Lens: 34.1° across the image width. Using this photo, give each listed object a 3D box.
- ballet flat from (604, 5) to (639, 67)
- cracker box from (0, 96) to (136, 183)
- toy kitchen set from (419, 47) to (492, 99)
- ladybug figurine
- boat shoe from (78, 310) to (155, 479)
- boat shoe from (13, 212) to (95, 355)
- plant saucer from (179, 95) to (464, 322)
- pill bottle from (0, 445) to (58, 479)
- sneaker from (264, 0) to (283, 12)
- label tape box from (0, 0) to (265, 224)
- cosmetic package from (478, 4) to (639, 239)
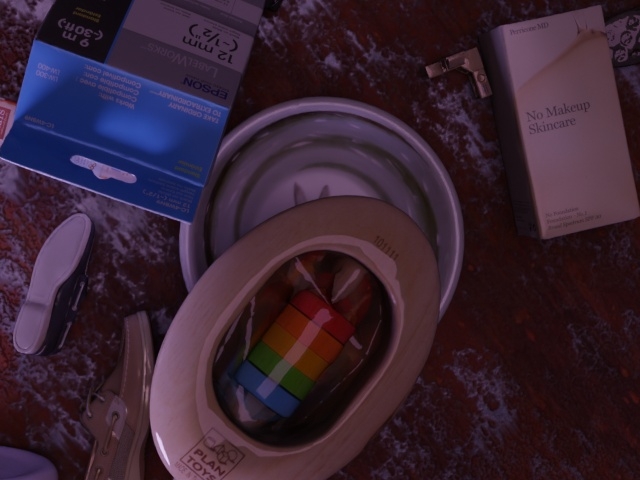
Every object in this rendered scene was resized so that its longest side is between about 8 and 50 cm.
[{"bbox_3d":[0.511,-0.333,1.579,0.249,0.058,0.084,-29,103,-2],"label":"ballet flat"},{"bbox_3d":[-0.317,-0.124,1.383,0.232,0.155,0.067,16,92,-11],"label":"cracker box"},{"bbox_3d":[0.201,-0.234,1.516,0.083,0.068,0.075,-22,97,-8],"label":"toy kitchen set"},{"bbox_3d":[-0.040,0.138,1.346,0.305,0.162,0.449,43,85,-11],"label":"ladybug figurine"},{"bbox_3d":[-0.284,0.245,1.440,0.098,0.109,0.303,6,98,-12],"label":"boat shoe"},{"bbox_3d":[-0.357,0.063,1.448,0.065,0.075,0.206,30,80,-53],"label":"boat shoe"},{"bbox_3d":[0.000,0.000,1.477,0.400,0.100,0.401,-1,94,-10],"label":"plant saucer"},{"bbox_3d":[-0.463,0.467,1.365,0.210,0.210,0.363,6,92,-11],"label":"pill bottle"},{"bbox_3d":[-0.064,-0.376,1.446,0.234,0.078,0.106,-25,117,8],"label":"sneaker"},{"bbox_3d":[-0.226,-0.212,1.314,0.249,0.115,0.348,19,46,-8],"label":"label tape box"},{"bbox_3d":[0.347,-0.170,1.523,0.160,0.113,0.310,-14,97,-6],"label":"cosmetic package"}]
